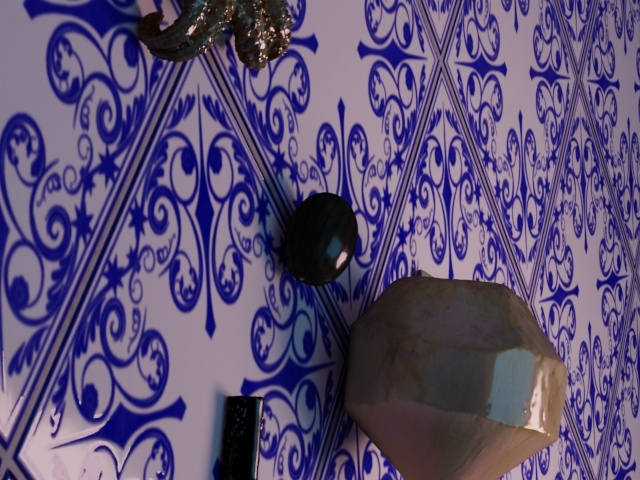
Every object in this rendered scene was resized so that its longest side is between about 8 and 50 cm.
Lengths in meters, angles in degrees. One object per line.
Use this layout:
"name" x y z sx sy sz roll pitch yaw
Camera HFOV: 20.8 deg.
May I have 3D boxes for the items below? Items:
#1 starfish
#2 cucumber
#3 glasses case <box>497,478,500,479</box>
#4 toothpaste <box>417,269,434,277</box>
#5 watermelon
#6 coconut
"starfish" -0.084 -0.302 1.611 0.312 0.113 0.303 21 72 -75
"cucumber" -0.076 0.229 1.668 0.043 0.039 0.163 16 70 -44
"glasses case" 0.189 0.263 2.231 0.122 0.075 0.314 43 50 -61
"toothpaste" 0.166 0.081 2.246 0.197 0.035 0.057 24 60 -61
"watermelon" 0.000 0.000 1.815 0.078 0.078 0.110 62 35 -46
"coconut" 0.144 0.167 1.943 0.259 0.259 0.259 -2 90 -67
